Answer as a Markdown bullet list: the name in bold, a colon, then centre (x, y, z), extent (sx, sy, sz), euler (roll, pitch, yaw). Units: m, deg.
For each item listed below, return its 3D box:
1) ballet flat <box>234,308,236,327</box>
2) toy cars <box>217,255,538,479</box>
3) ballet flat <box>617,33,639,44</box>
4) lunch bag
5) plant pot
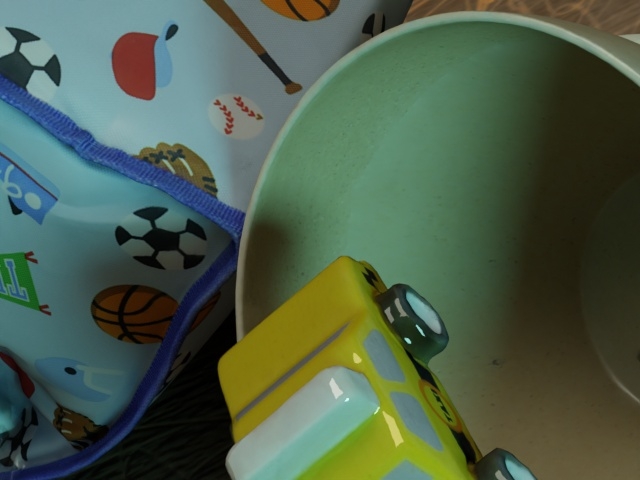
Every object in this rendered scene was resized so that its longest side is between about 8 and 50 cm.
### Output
- **ballet flat**: centre (0.000, 0.000, 1.157), extent (0.070, 0.070, 0.188), euler (-3, 36, 38)
- **toy cars**: centre (-0.010, 0.183, 0.699), extent (0.176, 0.087, 0.393), euler (-2, 69, 37)
- **ballet flat**: centre (0.121, -0.038, 1.045), extent (0.342, 0.124, 0.116), euler (-29, 30, 2)
- **lunch bag**: centre (-0.126, -0.050, 1.099), extent (0.328, 0.239, 0.385), euler (-57, -2, -38)
- **plant pot**: centre (0.128, 0.034, 0.837), extent (0.284, 0.284, 0.191), euler (3, 9, 43)
